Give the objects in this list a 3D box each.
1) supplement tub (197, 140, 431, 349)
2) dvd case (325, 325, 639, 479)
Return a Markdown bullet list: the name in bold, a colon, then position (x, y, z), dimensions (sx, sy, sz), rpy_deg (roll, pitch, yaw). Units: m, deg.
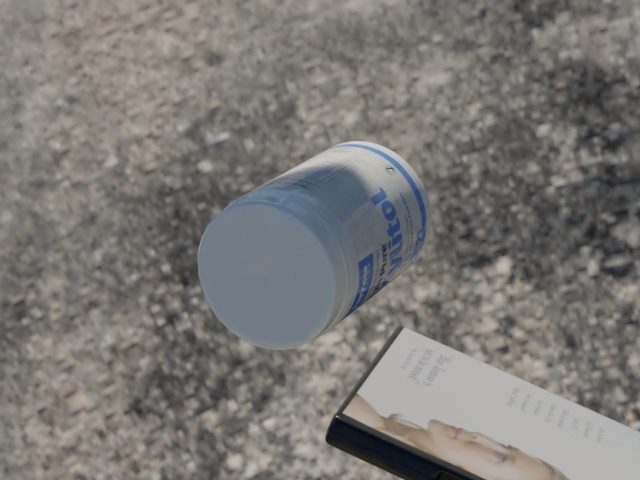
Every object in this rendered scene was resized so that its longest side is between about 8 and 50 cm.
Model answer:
- **supplement tub**: position (0.000, 0.000, 0.689), dimensions (0.071, 0.071, 0.107), rpy_deg (2, 19, 27)
- **dvd case**: position (0.140, 0.135, 0.921), dimensions (0.253, 0.022, 0.180), rpy_deg (24, 18, 8)
